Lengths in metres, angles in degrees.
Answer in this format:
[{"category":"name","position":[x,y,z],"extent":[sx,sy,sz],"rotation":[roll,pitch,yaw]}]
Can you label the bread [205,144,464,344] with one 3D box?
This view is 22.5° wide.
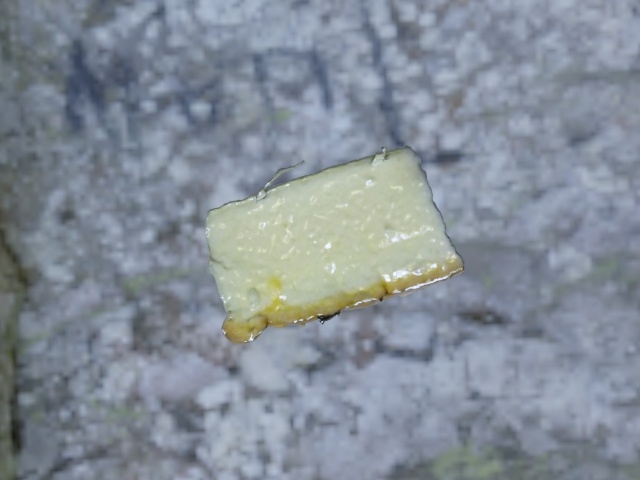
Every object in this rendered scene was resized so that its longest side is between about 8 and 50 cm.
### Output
[{"category":"bread","position":[0.000,0.000,0.835],"extent":[0.109,0.084,0.080],"rotation":[-16,176,-34]}]
